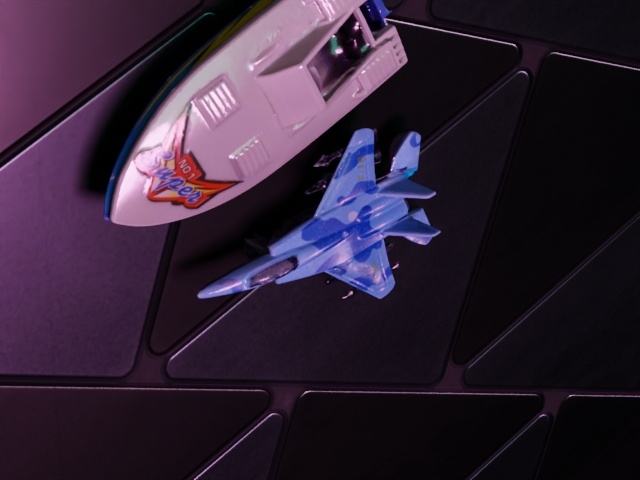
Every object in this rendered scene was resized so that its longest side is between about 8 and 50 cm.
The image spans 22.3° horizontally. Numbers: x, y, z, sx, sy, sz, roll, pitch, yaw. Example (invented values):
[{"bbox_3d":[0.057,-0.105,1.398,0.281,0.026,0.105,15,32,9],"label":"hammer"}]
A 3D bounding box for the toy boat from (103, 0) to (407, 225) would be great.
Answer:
[{"bbox_3d":[-0.059,-0.108,1.307,0.295,0.088,0.129,-41,128,-15],"label":"toy boat"}]

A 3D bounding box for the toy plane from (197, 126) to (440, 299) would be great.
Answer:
[{"bbox_3d":[-0.004,-0.003,1.407,0.246,0.078,0.169,-22,122,-20],"label":"toy plane"}]
